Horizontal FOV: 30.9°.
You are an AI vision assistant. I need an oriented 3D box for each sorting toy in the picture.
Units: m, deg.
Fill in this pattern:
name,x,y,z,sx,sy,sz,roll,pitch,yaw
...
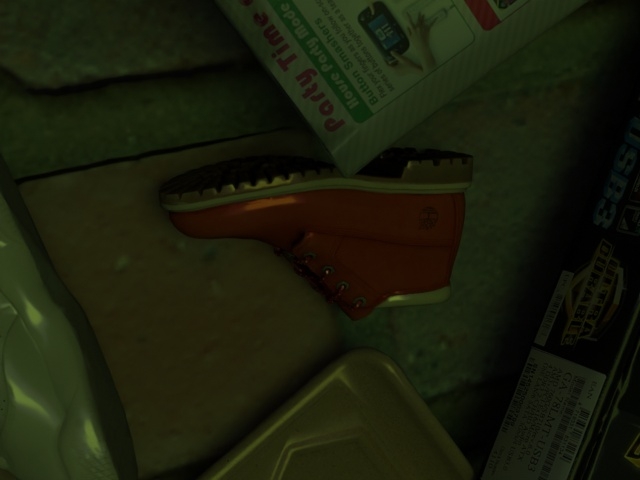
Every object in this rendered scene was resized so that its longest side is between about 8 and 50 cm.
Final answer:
name,x,y,z,sx,sy,sz,roll,pitch,yaw
sorting toy,-0.003,0.183,0.593,0.208,0.038,0.193,-39,110,-7

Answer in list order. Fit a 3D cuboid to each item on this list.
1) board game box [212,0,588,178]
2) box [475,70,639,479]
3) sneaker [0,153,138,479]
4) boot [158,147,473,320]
name,x,y,z,sx,sy,sz,roll,pitch,yaw
board game box,0.064,-0.207,0.480,0.303,0.097,0.224,-35,110,4
box,0.258,0.045,0.633,0.295,0.073,0.293,24,90,-31
sneaker,-0.149,0.052,0.501,0.094,0.080,0.212,-24,100,-4
boot,0.000,0.000,0.553,0.158,0.059,0.085,-2,104,-22
